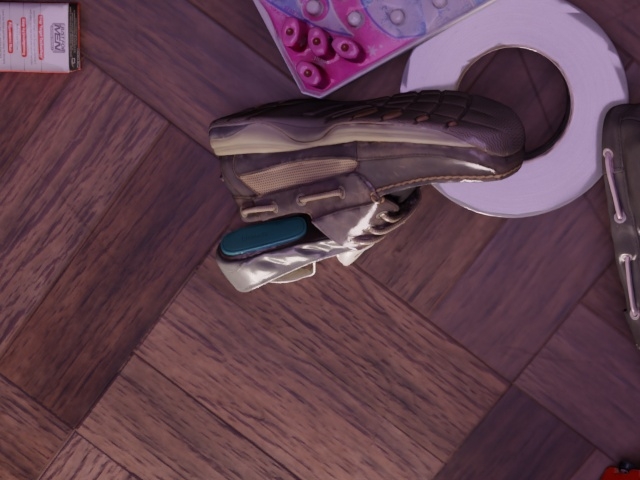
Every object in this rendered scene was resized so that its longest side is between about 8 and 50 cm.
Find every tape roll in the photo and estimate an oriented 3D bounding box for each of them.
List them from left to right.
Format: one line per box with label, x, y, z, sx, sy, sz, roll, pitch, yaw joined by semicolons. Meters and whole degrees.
tape roll;0.187;-0.135;1.360;0.219;0.072;0.219;1;99;7

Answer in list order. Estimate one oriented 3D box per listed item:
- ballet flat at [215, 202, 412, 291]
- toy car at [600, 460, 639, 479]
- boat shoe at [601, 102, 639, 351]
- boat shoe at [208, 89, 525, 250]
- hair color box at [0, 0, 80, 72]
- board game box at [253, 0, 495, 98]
ballet flat;0.000;0.000;1.417;0.213;0.072;0.068;-16;125;10
toy car;0.355;0.272;1.313;0.053;0.225;0.239;31;131;-19
boat shoe;0.333;0.016;1.344;0.095;0.112;0.335;21;133;43
boat shoe;0.046;-0.065;1.307;0.355;0.132;0.130;5;110;45
hair color box;-0.318;-0.208;1.420;0.141;0.043;0.072;3;100;7
board game box;0.064;-0.392;1.304;0.390;0.050;0.390;-29;85;10
